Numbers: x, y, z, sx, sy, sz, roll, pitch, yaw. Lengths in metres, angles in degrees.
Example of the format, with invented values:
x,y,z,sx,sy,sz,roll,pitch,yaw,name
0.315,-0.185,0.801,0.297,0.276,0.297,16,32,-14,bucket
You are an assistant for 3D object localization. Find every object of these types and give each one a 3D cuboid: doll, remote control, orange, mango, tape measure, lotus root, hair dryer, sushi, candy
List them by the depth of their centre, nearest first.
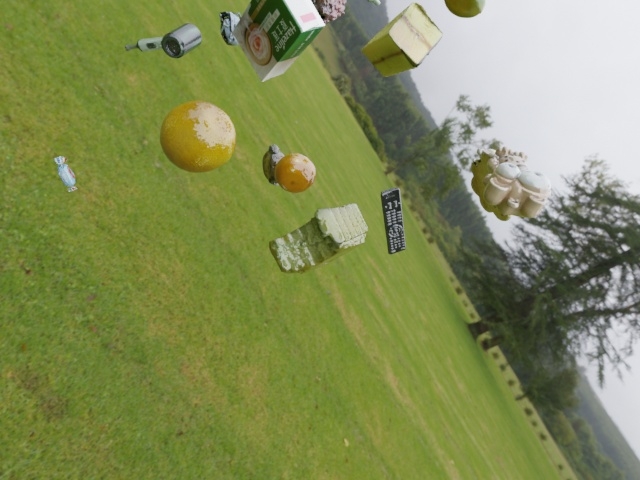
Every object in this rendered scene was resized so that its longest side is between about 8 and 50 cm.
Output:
x,y,z,sx,sy,sz,roll,pitch,yaw,name
-0.566,-0.149,0.947,0.020,0.030,0.083,-116,-165,-54,candy
-0.390,-0.467,1.010,0.100,0.198,0.057,-67,151,-48,hair dryer
0.473,-0.157,1.054,0.154,0.119,0.278,15,38,1,doll
-0.374,-0.316,1.297,0.236,0.236,0.236,49,19,-23,orange
0.225,-0.055,1.304,0.025,0.063,0.245,-106,-178,-51,remote control
-0.274,-0.656,1.314,0.091,0.054,0.094,-52,141,-58,tape measure
-0.095,-0.255,1.594,0.156,0.156,0.124,46,35,-31,orange
-0.041,-1.007,1.751,0.270,0.171,0.236,21,-31,40,sushi
0.632,-1.056,1.871,0.191,0.122,0.085,18,42,7,mango
-0.214,-0.357,1.993,0.120,0.120,0.209,-101,-169,-51,lotus root

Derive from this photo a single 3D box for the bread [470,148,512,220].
x,y,z,sx,sy,sz,roll,pitch,yaw,name
0.732,-0.231,1.748,0.316,0.054,0.315,160,-90,-77,bread

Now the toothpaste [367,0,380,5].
x,y,z,sx,sy,sz,roll,pitch,yaw,name
0.117,-0.848,1.365,0.218,0.064,0.041,45,46,-11,toothpaste

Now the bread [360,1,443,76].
x,y,z,sx,sy,sz,roll,pitch,yaw,name
0.293,-0.739,1.576,0.168,0.163,0.264,40,-3,-23,bread

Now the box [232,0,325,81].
x,y,z,sx,sy,sz,roll,pitch,yaw,name
-0.098,-0.470,0.941,0.081,0.199,0.135,-36,97,-33,box

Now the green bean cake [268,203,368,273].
x,y,z,sx,sy,sz,roll,pitch,yaw,name
0.000,0.000,1.226,0.233,0.236,0.124,-14,76,-55,green bean cake
